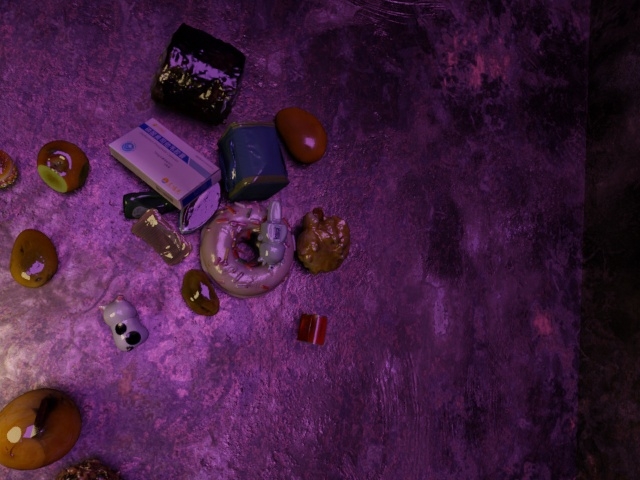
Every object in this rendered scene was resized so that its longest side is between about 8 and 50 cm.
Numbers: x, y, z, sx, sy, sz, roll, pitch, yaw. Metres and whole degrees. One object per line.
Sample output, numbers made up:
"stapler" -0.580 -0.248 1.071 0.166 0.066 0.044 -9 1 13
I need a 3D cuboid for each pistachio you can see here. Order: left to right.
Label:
"pistachio" -0.438 0.194 1.642 0.110 0.100 0.190 -26 93 -16

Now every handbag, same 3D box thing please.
"handbag" -0.254 -0.287 1.692 0.222 0.263 0.241 -7 82 -30

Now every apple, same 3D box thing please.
"apple" -0.856 -0.249 1.502 0.146 0.147 0.163 22 77 -18

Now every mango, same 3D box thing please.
"mango" -0.926 0.055 1.461 0.137 0.098 0.195 -16 84 -20
"mango" -0.070 -0.438 1.860 0.175 0.139 0.255 -27 87 -27

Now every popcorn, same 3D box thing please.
"popcorn" 0.000 0.000 1.803 0.232 0.192 0.266 -25 110 -21

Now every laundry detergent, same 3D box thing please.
"laundry detergent" -0.584 -0.133 1.608 0.210 0.137 0.063 -9 65 -26

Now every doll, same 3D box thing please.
"doll" -0.662 0.283 1.536 0.110 0.107 0.181 -26 87 -2

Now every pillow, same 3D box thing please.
"pillow" -0.559 -0.008 1.615 0.135 0.034 0.211 -39 106 16

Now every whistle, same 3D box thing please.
"whistle" -0.171 -0.018 1.628 0.101 0.105 0.254 6 85 -53

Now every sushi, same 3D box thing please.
"sushi" -0.433 -0.595 1.643 0.293 0.299 0.282 22 75 -19

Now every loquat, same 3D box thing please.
"loquat" -0.844 0.561 1.355 0.234 0.235 0.236 3 82 -22

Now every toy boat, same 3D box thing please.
"toy boat" -0.438 -0.130 1.666 0.114 0.115 0.262 37 80 -20

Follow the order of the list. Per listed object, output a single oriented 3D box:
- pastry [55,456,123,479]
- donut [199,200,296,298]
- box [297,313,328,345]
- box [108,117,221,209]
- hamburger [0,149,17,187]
"pastry" -0.733 0.826 1.403 0.274 0.193 0.275 10 54 -14
"donut" -0.264 0.030 1.715 0.381 0.142 0.384 3 81 -23
"box" -0.033 0.341 1.748 0.048 0.175 0.113 16 76 -20
"box" -0.542 -0.275 1.594 0.343 0.065 0.200 37 59 12
"hamburger" -1.049 -0.231 1.455 0.126 0.081 0.141 -26 92 -23
